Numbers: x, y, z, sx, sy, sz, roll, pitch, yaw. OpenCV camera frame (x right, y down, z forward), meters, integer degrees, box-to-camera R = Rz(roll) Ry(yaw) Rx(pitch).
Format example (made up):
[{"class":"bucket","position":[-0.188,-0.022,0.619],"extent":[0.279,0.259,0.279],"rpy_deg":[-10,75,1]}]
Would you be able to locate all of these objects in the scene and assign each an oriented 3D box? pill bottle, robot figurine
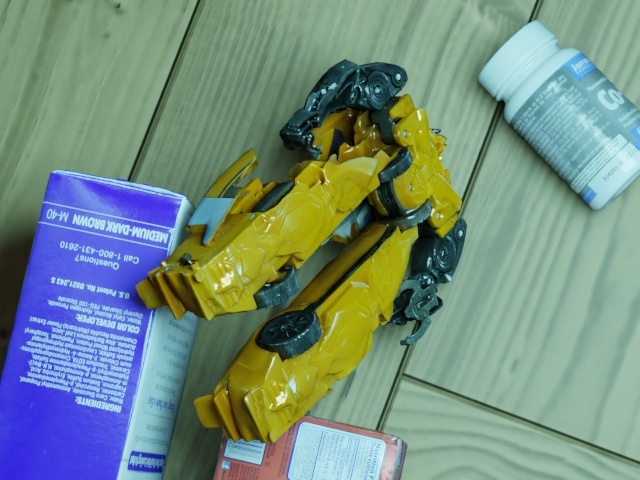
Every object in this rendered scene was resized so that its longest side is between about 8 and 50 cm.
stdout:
[{"class":"pill bottle","position":[0.188,-0.095,1.488],"extent":[0.078,0.078,0.137],"rpy_deg":[-43,82,-2]},{"class":"robot figurine","position":[0.000,0.000,1.412],"extent":[0.085,0.291,0.211],"rpy_deg":[-2,121,39]}]

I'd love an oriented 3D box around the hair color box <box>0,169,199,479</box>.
[{"class":"hair color box","position":[-0.169,0.133,1.434],"extent":[0.110,0.185,0.339],"rpy_deg":[11,83,6]}]

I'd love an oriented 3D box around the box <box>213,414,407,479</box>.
[{"class":"box","position":[-0.026,0.254,1.437],"extent":[0.128,0.122,0.257],"rpy_deg":[12,83,7]}]
